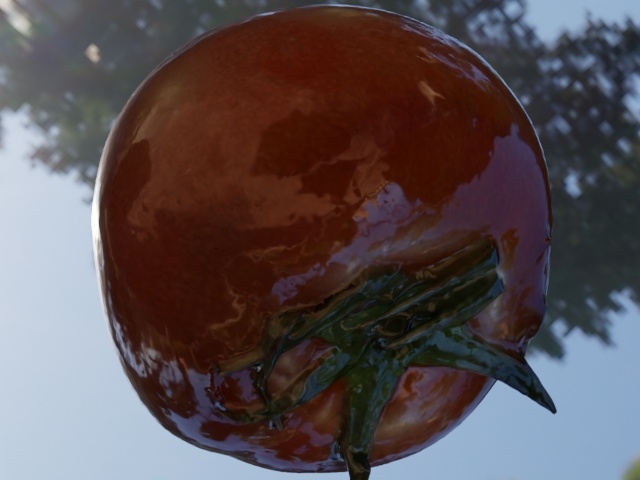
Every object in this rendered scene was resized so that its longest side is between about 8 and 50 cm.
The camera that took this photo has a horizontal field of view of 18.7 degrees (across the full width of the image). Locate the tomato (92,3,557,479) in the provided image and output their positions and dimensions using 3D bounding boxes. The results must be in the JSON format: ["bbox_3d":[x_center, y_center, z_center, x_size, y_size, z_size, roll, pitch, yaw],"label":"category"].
[{"bbox_3d":[0.000,0.000,1.023,0.256,0.256,0.224,-41,-139,8],"label":"tomato"}]
